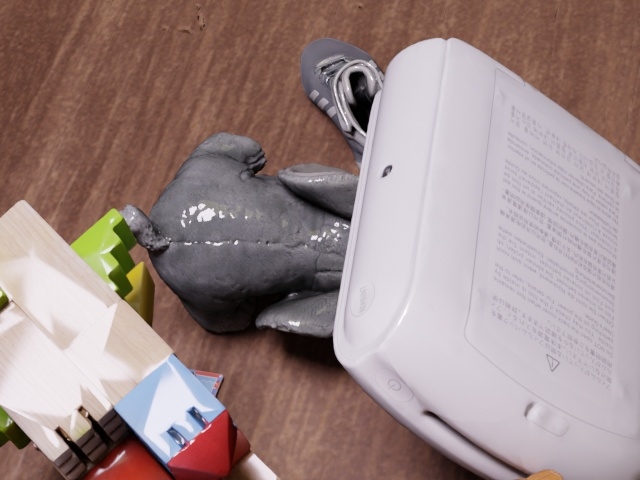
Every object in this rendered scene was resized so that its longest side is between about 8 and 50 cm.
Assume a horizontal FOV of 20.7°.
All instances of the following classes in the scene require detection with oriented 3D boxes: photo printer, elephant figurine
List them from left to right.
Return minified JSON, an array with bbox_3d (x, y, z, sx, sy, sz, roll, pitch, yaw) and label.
[{"bbox_3d":[0.000,0.000,1.363,0.239,0.169,0.186,9,46,23],"label":"elephant figurine"},{"bbox_3d":[0.136,0.033,1.270,0.107,0.256,0.307,-35,34,41],"label":"photo printer"}]

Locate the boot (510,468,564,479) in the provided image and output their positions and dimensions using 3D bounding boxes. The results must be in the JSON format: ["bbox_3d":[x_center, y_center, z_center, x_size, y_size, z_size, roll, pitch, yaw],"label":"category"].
[{"bbox_3d":[0.106,0.252,1.148,0.073,0.197,0.152,27,33,36],"label":"boot"}]

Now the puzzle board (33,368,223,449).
[{"bbox_3d":[-0.152,0.134,1.383,0.128,0.011,0.096,8,51,17],"label":"puzzle board"}]

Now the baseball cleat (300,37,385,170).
[{"bbox_3d":[0.031,-0.135,1.517,0.072,0.109,0.206,-28,48,-7],"label":"baseball cleat"}]

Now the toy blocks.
[{"bbox_3d":[-0.114,0.142,1.155,0.191,0.381,0.261,-43,69,-11],"label":"toy blocks"}]
